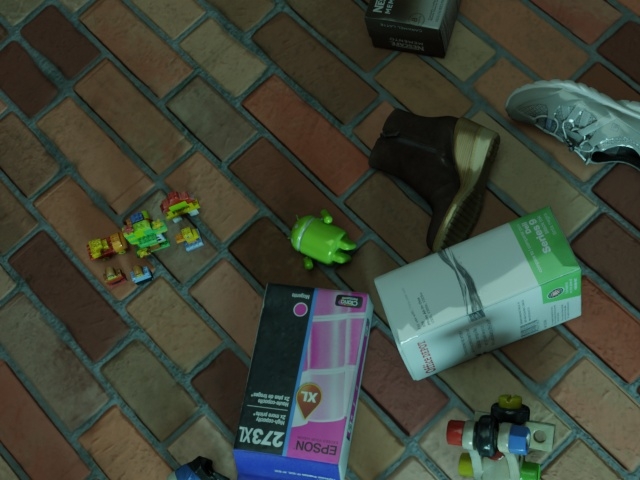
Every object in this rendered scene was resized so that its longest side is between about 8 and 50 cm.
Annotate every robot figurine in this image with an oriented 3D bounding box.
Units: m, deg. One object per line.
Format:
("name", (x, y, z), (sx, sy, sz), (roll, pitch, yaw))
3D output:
("robot figurine", (0.000, 0.000, 1.973), (0.115, 0.067, 0.101), (26, 105, 20))

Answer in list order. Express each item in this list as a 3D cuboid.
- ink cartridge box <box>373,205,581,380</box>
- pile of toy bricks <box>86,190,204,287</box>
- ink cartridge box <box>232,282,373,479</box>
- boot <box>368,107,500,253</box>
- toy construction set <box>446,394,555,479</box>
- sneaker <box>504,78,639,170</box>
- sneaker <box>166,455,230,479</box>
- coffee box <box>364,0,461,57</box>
("ink cartridge box", (0.243, 0.087, 1.805), (0.289, 0.211, 0.121), (-22, 65, 2))
("pile of toy bricks", (-0.305, -0.006, 2.020), (0.212, 0.105, 0.118), (-22, 65, 2))
("ink cartridge box", (-0.032, 0.254, 1.878), (0.176, 0.069, 0.370), (5, 71, 14))
("boot", (0.173, -0.101, 1.988), (0.207, 0.090, 0.248), (15, 72, 30))
("toy construction set", (0.228, 0.361, 1.732), (0.309, 0.237, 0.257), (-21, 94, 21))
("sneaker", (0.436, -0.184, 1.938), (0.281, 0.105, 0.115), (15, 71, 17))
("sneaker", (-0.174, 0.408, 1.841), (0.085, 0.058, 0.152), (-35, 58, 5))
("coffee box", (0.183, -0.465, 2.115), (0.141, 0.098, 0.246), (13, 70, 17))
